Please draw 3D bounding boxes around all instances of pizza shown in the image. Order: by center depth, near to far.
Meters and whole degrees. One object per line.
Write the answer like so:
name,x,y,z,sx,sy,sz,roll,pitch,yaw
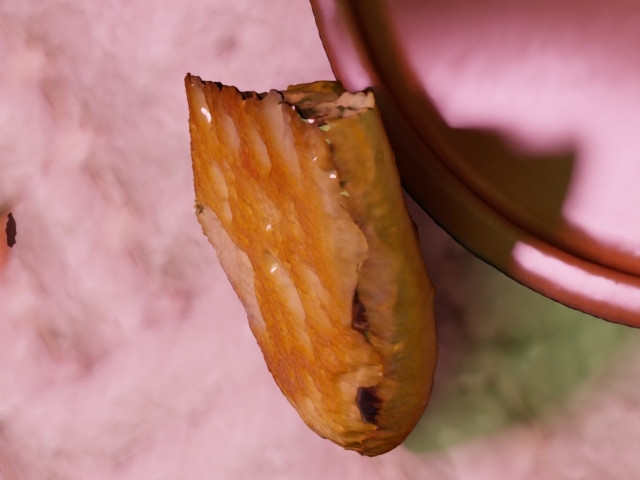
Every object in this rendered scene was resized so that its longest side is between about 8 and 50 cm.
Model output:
pizza,0.001,0.000,0.505,0.099,0.035,0.160,52,159,33

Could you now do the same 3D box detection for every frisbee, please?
frisbee,0.103,-0.100,0.451,0.250,0.021,0.251,-2,87,30
